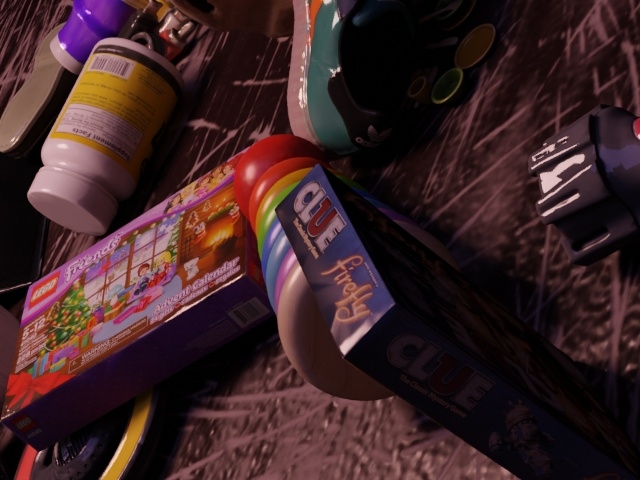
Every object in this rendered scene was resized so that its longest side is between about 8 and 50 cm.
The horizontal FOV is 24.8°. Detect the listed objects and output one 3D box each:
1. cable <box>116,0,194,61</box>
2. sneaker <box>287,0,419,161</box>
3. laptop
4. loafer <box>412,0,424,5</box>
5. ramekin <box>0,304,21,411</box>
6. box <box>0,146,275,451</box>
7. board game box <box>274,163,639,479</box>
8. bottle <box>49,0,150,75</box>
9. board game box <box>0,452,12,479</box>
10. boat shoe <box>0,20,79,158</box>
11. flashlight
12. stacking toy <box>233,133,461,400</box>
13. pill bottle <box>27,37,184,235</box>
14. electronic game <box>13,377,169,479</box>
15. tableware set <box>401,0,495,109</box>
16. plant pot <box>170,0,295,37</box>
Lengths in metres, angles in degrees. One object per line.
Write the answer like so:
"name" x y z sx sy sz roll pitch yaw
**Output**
"cable" -0.246 -0.200 1.860 0.287 0.072 0.139 -52 36 32
"sneaker" 0.035 -0.227 1.310 0.121 0.108 0.302 -11 82 53
"laptop" -0.514 0.052 2.009 0.382 0.236 0.408 -93 18 -49
"loafer" 0.090 -0.327 1.428 0.094 0.087 0.251 -21 43 46
"ramekin" -0.432 0.149 1.689 0.207 0.109 0.207 -37 34 30
"box" -0.167 0.054 1.385 0.293 0.057 0.201 -31 32 20
"board game box" 0.090 0.069 0.851 0.042 0.243 0.165 -47 30 12
"bottle" -0.240 -0.331 1.896 0.283 0.118 0.092 -43 58 22
"board game box" -0.414 0.249 1.549 0.170 0.048 0.141 -40 67 25
"boat shoe" -0.366 -0.195 1.983 0.081 0.069 0.228 -4 51 36
"flashlight" 0.266 -0.099 0.917 0.304 0.103 0.103 -30 11 39
"stacking toy" 0.000 0.000 1.185 0.141 0.141 0.330 -51 25 7
"pill bottle" -0.250 -0.119 1.687 0.119 0.119 0.208 -7 54 54
"electronic game" -0.222 0.195 1.389 0.229 0.048 0.229 -36 34 30
"tableware set" 0.120 -0.185 1.301 0.104 0.024 0.154 2 61 57
"plant pot" -0.057 -0.395 1.532 0.334 0.334 0.305 -28 50 40
